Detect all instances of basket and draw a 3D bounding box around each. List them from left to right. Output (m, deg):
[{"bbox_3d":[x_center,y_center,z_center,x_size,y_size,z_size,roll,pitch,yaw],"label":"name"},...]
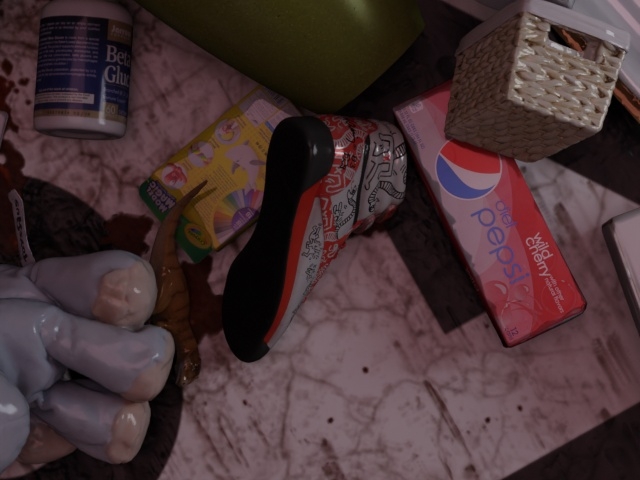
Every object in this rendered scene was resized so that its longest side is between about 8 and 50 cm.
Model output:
[{"bbox_3d":[0.196,-0.144,1.705,0.113,0.167,0.103,17,77,-15],"label":"basket"}]

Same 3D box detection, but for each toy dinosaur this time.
[{"bbox_3d":[-0.160,0.040,1.835,0.112,0.064,0.211,-5,105,-3],"label":"toy dinosaur"}]

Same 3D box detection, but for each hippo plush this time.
[{"bbox_3d":[-0.292,0.099,1.718,0.234,0.236,0.294,-28,86,27],"label":"hippo plush"}]

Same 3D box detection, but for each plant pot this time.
[{"bbox_3d":[-0.047,-0.270,1.772,0.275,0.275,0.293,-43,100,0],"label":"plant pot"}]

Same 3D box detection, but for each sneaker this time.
[{"bbox_3d":[0.001,0.000,1.810,0.090,0.145,0.270,41,125,42],"label":"sneaker"}]

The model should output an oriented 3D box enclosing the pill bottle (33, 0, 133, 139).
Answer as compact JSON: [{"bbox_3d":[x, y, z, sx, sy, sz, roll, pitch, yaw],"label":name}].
[{"bbox_3d":[-0.236,-0.190,1.839,0.094,0.094,0.169,3,86,3],"label":"pill bottle"}]

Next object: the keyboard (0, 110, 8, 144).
[{"bbox_3d":[-0.452,-0.128,1.890,0.256,0.014,0.072,14,82,4],"label":"keyboard"}]

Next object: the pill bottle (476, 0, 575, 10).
[{"bbox_3d":[0.217,-0.364,1.684,0.169,0.169,0.301,20,78,5],"label":"pill bottle"}]

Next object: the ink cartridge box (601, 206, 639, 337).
[{"bbox_3d":[0.431,0.029,1.774,0.273,0.114,0.197,-19,86,1],"label":"ink cartridge box"}]

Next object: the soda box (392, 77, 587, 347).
[{"bbox_3d":[0.165,-0.028,1.810,0.092,0.083,0.263,-26,84,1],"label":"soda box"}]

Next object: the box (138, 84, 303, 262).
[{"bbox_3d":[-0.086,-0.068,1.848,0.179,0.043,0.105,-39,86,-2],"label":"box"}]

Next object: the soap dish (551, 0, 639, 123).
[{"bbox_3d":[0.359,-0.272,1.799,0.291,0.118,0.229,-41,85,-1],"label":"soap dish"}]
